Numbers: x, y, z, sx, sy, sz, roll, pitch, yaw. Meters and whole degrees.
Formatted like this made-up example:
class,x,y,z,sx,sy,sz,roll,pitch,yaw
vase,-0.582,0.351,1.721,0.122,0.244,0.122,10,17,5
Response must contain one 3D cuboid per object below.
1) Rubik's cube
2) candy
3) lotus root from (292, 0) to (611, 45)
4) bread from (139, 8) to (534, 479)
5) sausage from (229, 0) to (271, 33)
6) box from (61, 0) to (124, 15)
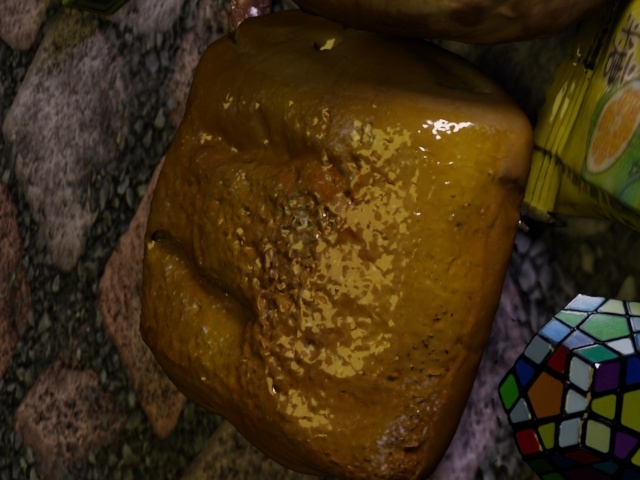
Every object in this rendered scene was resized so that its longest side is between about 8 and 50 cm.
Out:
class,x,y,z,sx,sy,sz,roll,pitch,yaw
Rubik's cube,0.176,0.099,0.946,0.112,0.133,0.133,-26,62,18
candy,0.217,-0.056,0.946,0.297,0.081,0.187,37,111,58
lotus root,0.081,-0.261,0.971,0.250,0.316,0.316,28,105,47
bread,-0.007,-0.001,1.136,0.328,0.148,0.337,33,110,53
sausage,-0.058,-0.231,1.345,0.036,0.042,0.158,106,167,-81
box,-0.179,-0.334,1.486,0.220,0.064,0.141,-28,62,43
